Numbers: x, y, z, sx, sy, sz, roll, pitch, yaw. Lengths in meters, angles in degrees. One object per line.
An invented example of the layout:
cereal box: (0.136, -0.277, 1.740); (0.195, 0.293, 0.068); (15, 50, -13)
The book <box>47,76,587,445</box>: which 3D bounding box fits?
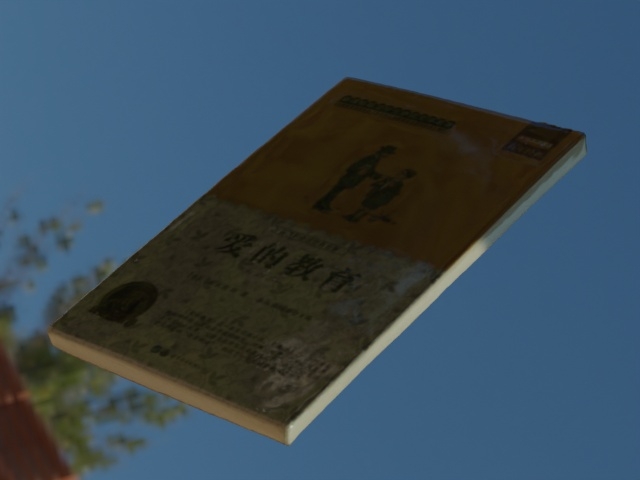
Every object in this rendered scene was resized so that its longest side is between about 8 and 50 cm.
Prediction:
book: (0.000, 0.000, 0.699); (0.118, 0.172, 0.012); (18, -43, 38)
